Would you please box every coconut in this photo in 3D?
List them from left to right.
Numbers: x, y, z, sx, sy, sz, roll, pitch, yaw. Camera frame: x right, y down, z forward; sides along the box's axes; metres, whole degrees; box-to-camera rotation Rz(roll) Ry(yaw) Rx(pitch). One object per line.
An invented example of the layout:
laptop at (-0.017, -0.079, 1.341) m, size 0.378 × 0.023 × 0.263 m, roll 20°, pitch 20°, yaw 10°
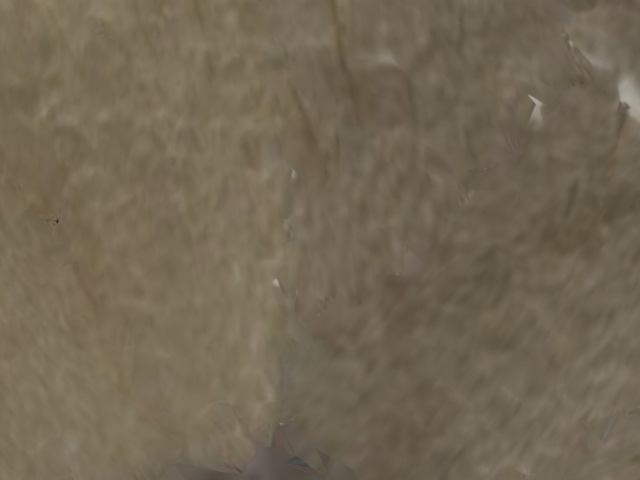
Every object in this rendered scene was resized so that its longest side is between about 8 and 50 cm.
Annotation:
coconut at (0.000, 0.000, 0.473) m, size 0.297 × 0.297 × 0.309 m, roll 42°, pitch 16°, yaw -14°
